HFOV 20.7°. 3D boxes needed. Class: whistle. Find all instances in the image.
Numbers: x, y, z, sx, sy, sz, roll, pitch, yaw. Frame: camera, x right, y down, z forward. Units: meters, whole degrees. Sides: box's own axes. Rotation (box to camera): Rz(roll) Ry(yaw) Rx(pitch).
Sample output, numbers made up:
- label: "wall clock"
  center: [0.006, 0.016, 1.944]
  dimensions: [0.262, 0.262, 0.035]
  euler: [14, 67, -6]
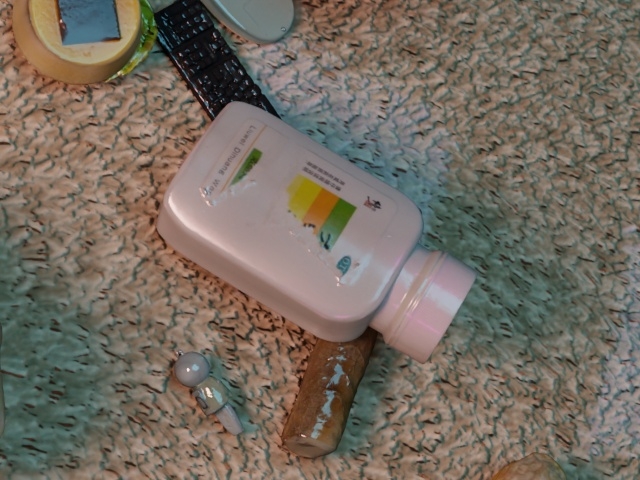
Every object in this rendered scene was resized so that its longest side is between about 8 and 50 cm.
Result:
- label: "whistle"
  center: [-0.107, 0.145, 1.674]
  dimensions: [0.035, 0.035, 0.100]
  euler: [-40, 97, -32]

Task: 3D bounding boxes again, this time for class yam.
- label: "yam"
  center: [0.031, 0.080, 1.754]
  dimensions: [0.066, 0.066, 0.299]
  euler: [30, 62, -18]

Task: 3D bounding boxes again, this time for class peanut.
- label: "peanut"
  center: [0.187, 0.300, 1.757]
  dimensions: [0.087, 0.087, 0.206]
  euler: [43, 60, -11]

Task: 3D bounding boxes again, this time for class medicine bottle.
- label: "medicine bottle"
  center: [0.000, 0.000, 1.687]
  dimensions: [0.296, 0.111, 0.161]
  euler: [33, 64, 2]

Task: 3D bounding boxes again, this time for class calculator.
- label: "calculator"
  center: [-0.088, -0.270, 1.820]
  dimensions: [0.153, 0.021, 0.095]
  euler: [49, 58, -11]

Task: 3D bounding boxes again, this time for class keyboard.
- label: "keyboard"
  center: [-0.088, -0.145, 1.781]
  dimensions: [0.072, 0.023, 0.231]
  euler: [-36, 94, -35]

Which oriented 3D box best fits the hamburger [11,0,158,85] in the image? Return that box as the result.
- label: "hamburger"
  center: [-0.227, -0.212, 1.691]
  dimensions: [0.141, 0.081, 0.126]
  euler: [-25, 86, -20]

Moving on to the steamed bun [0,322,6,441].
- label: "steamed bun"
  center: [-0.398, 0.062, 1.392]
  dimensions: [0.320, 0.275, 0.206]
  euler: [18, 109, -35]
